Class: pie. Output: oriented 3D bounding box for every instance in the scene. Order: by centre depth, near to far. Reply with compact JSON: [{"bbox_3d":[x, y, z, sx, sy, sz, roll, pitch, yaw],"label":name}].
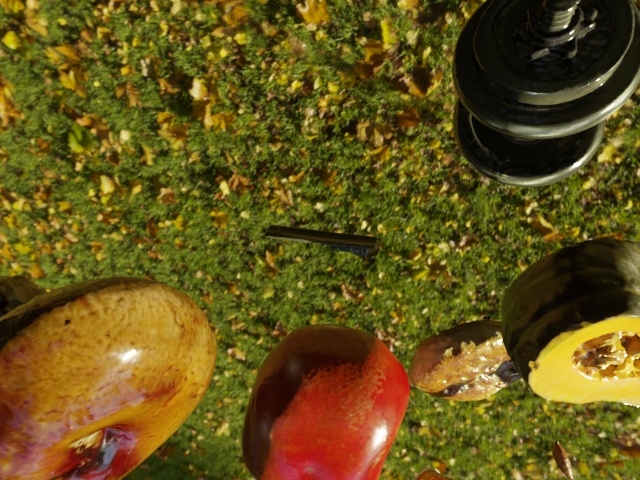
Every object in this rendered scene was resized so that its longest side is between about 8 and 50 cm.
[{"bbox_3d":[0.344,0.264,0.973,0.316,0.092,0.315,-8,139,-7],"label":"pie"}]

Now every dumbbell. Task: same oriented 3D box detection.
[{"bbox_3d":[0.256,-0.179,0.537,0.192,0.191,0.290,10,169,18],"label":"dumbbell"}]

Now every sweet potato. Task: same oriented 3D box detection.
[{"bbox_3d":[0.605,0.552,1.122,0.034,0.034,0.094,-31,67,37],"label":"sweet potato"}]

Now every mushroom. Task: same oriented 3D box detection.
[{"bbox_3d":[-0.240,0.132,0.480,0.268,0.254,0.267,-12,157,-5],"label":"mushroom"}]

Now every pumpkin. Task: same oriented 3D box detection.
[{"bbox_3d":[0.376,0.119,0.557,0.318,0.139,0.221,3,134,-10],"label":"pumpkin"}]

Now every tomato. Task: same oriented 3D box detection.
[{"bbox_3d":[0.010,0.323,0.843,0.294,0.289,0.324,22,106,-1],"label":"tomato"}]

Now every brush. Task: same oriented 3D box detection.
[{"bbox_3d":[0.000,0.000,0.757,0.191,0.034,0.027,7,133,14],"label":"brush"}]

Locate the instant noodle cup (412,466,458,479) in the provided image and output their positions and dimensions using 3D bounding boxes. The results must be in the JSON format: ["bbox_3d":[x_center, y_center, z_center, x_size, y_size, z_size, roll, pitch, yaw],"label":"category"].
[{"bbox_3d":[0.320,0.611,0.960,0.212,0.193,0.193,-12,119,44],"label":"instant noodle cup"}]
